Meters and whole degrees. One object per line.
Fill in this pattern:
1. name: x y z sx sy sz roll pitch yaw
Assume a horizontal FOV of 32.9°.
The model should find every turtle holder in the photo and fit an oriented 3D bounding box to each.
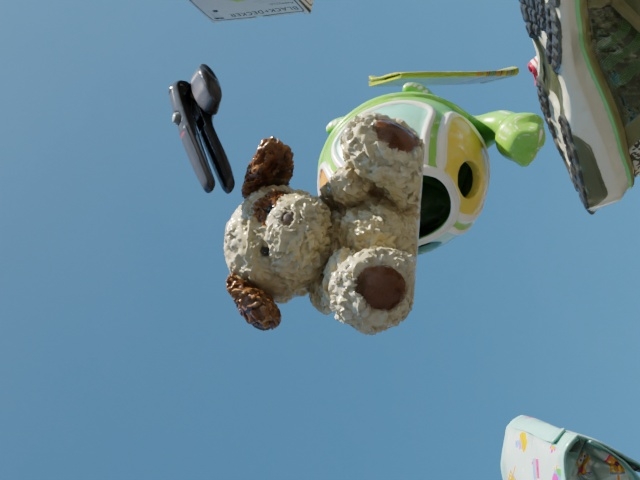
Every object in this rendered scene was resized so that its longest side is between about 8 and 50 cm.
1. turtle holder: 0.156 -0.087 1.602 0.320 0.227 0.243 3 -67 -2

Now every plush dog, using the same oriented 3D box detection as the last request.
1. plush dog: 0.000 0.000 1.251 0.210 0.225 0.262 82 -167 -66

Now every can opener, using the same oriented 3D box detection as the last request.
1. can opener: -0.144 -0.128 1.295 0.059 0.073 0.186 0 -127 -20

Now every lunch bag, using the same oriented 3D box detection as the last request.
1. lunch bag: 0.362 0.361 1.480 0.160 0.223 0.262 -27 -87 -9

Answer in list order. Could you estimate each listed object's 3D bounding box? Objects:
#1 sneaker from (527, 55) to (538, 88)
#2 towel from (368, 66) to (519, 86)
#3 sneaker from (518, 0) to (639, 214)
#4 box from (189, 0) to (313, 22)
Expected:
1. sneaker: 0.480 -0.359 2.129 0.221 0.128 0.087 -7 -109 -49
2. towel: 0.203 -0.270 1.774 0.237 0.102 0.021 -6 -89 -29
3. sneaker: 0.293 -0.215 1.027 0.182 0.158 0.410 -19 -45 4
4. box: -0.080 -0.458 1.516 0.087 0.169 0.290 34 -118 -58
